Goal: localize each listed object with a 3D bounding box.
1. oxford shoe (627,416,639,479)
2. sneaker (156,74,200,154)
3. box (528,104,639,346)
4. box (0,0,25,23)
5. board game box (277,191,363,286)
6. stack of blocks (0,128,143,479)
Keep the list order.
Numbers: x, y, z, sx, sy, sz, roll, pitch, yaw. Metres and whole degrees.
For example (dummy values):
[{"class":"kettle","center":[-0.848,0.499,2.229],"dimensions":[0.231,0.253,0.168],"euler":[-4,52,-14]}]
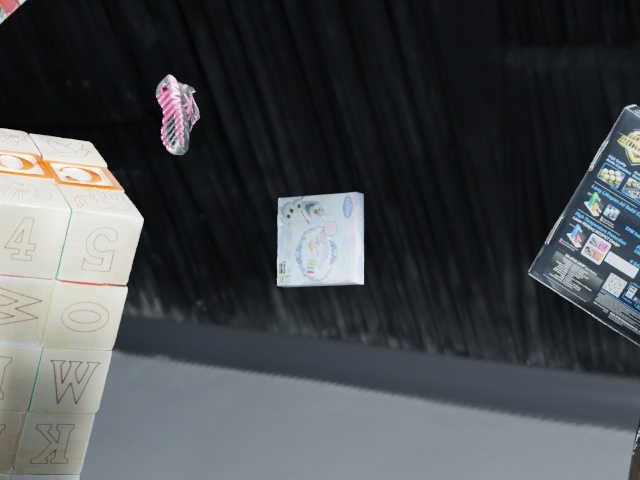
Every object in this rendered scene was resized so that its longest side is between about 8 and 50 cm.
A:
[{"class":"oxford shoe","center":[0.195,0.202,0.698],"dimensions":[0.083,0.227,0.096],"euler":[2,20,20]},{"class":"sneaker","center":[-0.180,-0.163,1.624],"dimensions":[0.047,0.057,0.119],"euler":[-33,54,38]},{"class":"box","center":[0.316,0.012,1.062],"dimensions":[0.220,0.175,0.051],"euler":[34,22,18]},{"class":"box","center":[-0.238,-0.103,0.224],"dimensions":[0.177,0.279,0.290],"euler":[26,66,35]},{"class":"board game box","center":[0.000,0.000,1.219],"dimensions":[0.090,0.090,0.020],"euler":[-3,-7,30]},{"class":"stack of blocks","center":[-0.208,0.083,0.780],"dimensions":[0.087,0.297,0.171],"euler":[6,21,-29]}]
